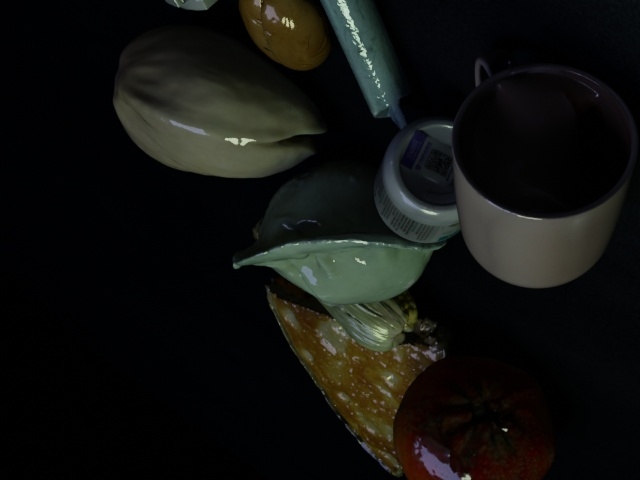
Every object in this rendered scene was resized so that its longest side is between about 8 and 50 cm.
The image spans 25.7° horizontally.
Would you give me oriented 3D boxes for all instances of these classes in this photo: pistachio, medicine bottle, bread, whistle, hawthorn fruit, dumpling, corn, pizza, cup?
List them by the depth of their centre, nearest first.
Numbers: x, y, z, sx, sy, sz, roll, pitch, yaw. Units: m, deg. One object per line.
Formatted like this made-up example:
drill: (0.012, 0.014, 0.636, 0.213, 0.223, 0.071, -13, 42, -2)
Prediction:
cup: (0.229, -0.086, 1.555, 0.200, 0.192, 0.252, 80, 169, -62)
whistle: (0.049, -0.254, 1.704, 0.062, 0.062, 0.312, 23, 151, 43)
medicine bottle: (0.137, -0.068, 1.780, 0.135, 0.135, 0.215, 42, 169, 6)
bread: (-0.046, -0.270, 1.787, 0.114, 0.077, 0.189, 13, 159, 20)
pistachio: (-0.147, -0.191, 2.012, 0.332, 0.207, 0.226, 20, -165, 21)
dumpling: (0.015, -0.016, 2.045, 0.270, 0.211, 0.320, 14, 147, -16)
hawthorn fruit: (0.236, 0.318, 2.180, 0.254, 0.254, 0.300, 36, 155, 20)
corn: (0.023, 0.055, 2.233, 0.305, 0.123, 0.122, 42, 139, 23)
pizza: (0.123, 0.208, 2.390, 0.406, 0.130, 0.440, -17, 111, 54)

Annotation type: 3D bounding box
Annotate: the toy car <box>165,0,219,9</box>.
toy car: (-0.247, -0.406, 1.893, 0.301, 0.118, 0.193, 25, 155, 43)
